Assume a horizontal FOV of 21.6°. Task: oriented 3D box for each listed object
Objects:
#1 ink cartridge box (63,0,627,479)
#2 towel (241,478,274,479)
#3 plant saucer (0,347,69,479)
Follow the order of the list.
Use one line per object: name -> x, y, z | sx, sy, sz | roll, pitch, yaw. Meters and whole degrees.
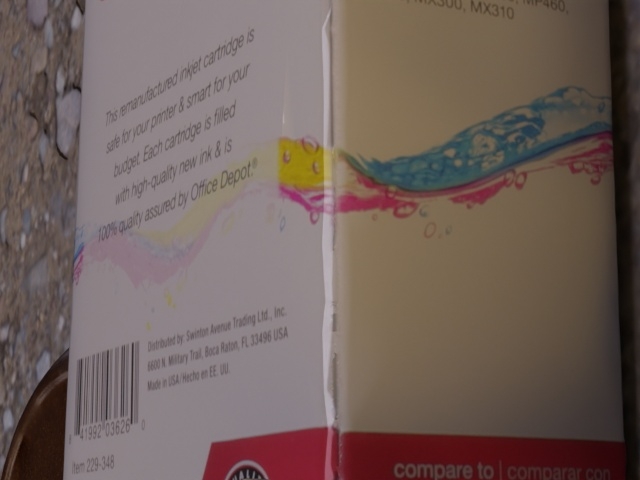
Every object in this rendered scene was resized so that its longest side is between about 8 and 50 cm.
ink cartridge box -> 0.000, 0.000, 0.648 | 0.226, 0.131, 0.306 | -17, 68, 58
towel -> 0.125, 0.175, 0.249 | 0.038, 0.248, 0.325 | -51, 49, 23
plant saucer -> -0.115, 0.182, 0.894 | 0.310, 0.050, 0.311 | -16, 72, 58
